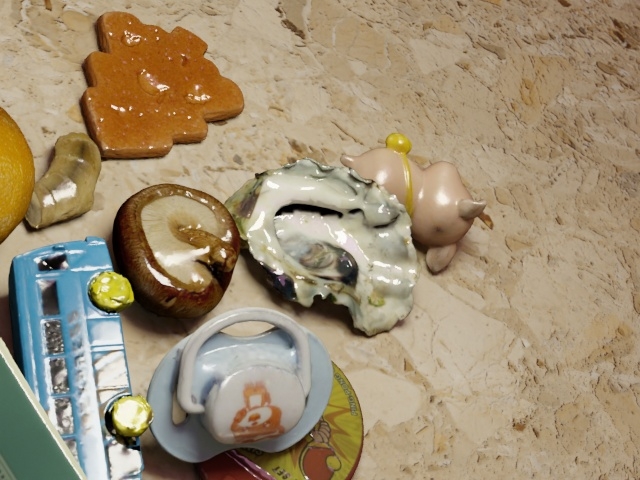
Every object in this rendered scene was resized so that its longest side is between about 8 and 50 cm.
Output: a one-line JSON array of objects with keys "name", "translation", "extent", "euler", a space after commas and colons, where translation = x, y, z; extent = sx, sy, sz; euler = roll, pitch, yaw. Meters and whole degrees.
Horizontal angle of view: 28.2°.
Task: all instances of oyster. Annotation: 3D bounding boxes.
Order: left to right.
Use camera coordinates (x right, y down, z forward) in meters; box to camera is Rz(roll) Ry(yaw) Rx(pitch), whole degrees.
[{"name": "oyster", "translation": [0.000, 0.000, 2.021], "extent": [0.351, 0.115, 0.238], "euler": [17, 76, -5]}]

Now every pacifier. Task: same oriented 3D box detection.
[{"name": "pacifier", "translation": [-0.125, 0.185, 1.784], "extent": [0.279, 0.207, 0.227], "euler": [-2, 105, -27]}]

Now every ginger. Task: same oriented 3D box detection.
[{"name": "ginger", "translation": [-0.383, -0.090, 1.913], "extent": [0.095, 0.069, 0.190], "euler": [11, 54, 5]}]

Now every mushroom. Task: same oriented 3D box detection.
[{"name": "mushroom", "translation": [-0.220, 0.021, 1.897], "extent": [0.194, 0.138, 0.231], "euler": [25, 40, 5]}]

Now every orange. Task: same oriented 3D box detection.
[{"name": "orange", "translation": [-0.520, -0.086, 1.717], "extent": [0.264, 0.264, 0.264], "euler": [13, 55, -20]}]

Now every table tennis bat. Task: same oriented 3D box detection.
[{"name": "table tennis bat", "translation": [-0.089, 0.304, 1.831], "extent": [0.268, 0.051, 0.415], "euler": [37, 48, 1]}]

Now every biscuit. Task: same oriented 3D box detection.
[{"name": "biscuit", "translation": [-0.283, -0.239, 2.076], "extent": [0.284, 0.043, 0.306], "euler": [35, 53, -5]}]

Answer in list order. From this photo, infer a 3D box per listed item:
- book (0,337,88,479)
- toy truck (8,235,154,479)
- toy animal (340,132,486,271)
[{"name": "book", "translation": [-0.404, 0.344, 1.552], "extent": [0.264, 0.031, 0.379], "euler": [-35, 78, 2]}, {"name": "toy truck", "translation": [-0.328, 0.185, 1.712], "extent": [0.162, 0.161, 0.385], "euler": [-3, 63, -19]}, {"name": "toy animal", "translation": [0.142, -0.079, 2.126], "extent": [0.248, 0.165, 0.149], "euler": [23, 50, -1]}]
